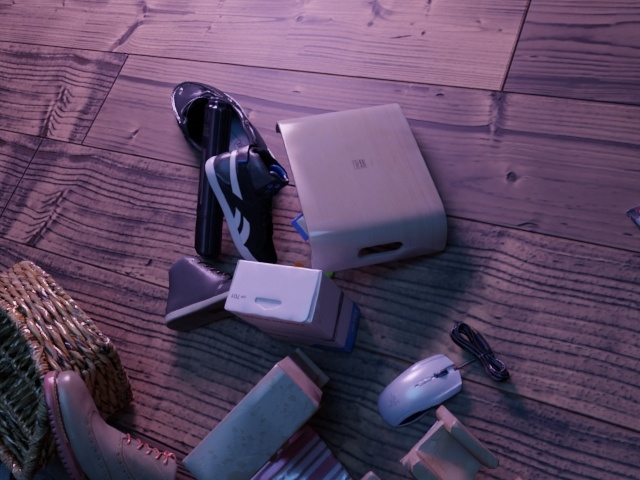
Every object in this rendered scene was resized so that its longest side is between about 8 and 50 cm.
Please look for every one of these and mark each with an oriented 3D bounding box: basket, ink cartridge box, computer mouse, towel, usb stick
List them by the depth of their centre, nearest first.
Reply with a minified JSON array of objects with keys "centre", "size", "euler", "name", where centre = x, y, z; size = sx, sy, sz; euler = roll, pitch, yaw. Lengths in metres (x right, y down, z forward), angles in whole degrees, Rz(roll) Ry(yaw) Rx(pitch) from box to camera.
[{"centre":[-0.008,0.388,0.902],"size":[0.144,0.029,0.197],"euler":[-44,62,-2],"name":"towel"},{"centre":[0.167,0.204,0.909],"size":[0.193,0.042,0.106],"euler":[-34,60,3],"name":"computer mouse"},{"centre":[-0.036,0.104,0.946],"size":[0.139,0.191,0.082],"euler":[7,69,23],"name":"ink cartridge box"},{"centre":[-0.494,0.197,1.027],"size":[0.299,0.213,0.223],"euler":[34,54,30],"name":"basket"},{"centre":[-0.191,-0.106,1.104],"size":[0.077,0.045,0.278],"euler":[-146,60,-65],"name":"usb stick"}]

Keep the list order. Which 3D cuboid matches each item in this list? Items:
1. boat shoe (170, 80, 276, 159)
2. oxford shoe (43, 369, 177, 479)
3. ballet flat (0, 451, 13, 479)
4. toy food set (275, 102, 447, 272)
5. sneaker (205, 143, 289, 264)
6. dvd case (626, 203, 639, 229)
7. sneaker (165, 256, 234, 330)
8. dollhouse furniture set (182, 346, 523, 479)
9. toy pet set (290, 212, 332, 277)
[{"centre":[-0.209,-0.228,1.209],"size":[0.127,0.113,0.340],"euler":[-38,59,2],"name":"boat shoe"},{"centre":[-0.282,0.324,0.914],"size":[0.130,0.348,0.123],"euler":[-26,15,-10],"name":"oxford shoe"},{"centre":[-0.582,0.357,1.103],"size":[0.076,0.079,0.222],"euler":[-9,64,20],"name":"ballet flat"},{"centre":[0.059,-0.098,1.043],"size":[0.219,0.092,0.306],"euler":[-10,57,-10],"name":"toy food set"},{"centre":[-0.095,-0.054,1.038],"size":[0.121,0.217,0.079],"euler":[-17,20,22],"name":"sneaker"},{"centre":[0.515,-0.017,0.895],"size":[0.087,0.013,0.119],"euler":[-31,61,5],"name":"dvd case"},{"centre":[-0.175,0.068,1.079],"size":[0.222,0.083,0.118],"euler":[-18,61,13],"name":"sneaker"},{"centre":[0.040,0.346,0.804],"size":[0.394,0.256,0.362],"euler":[44,88,6],"name":"dollhouse furniture set"},{"centre":[0.000,0.000,1.071],"size":[0.122,0.065,0.114],"euler":[-39,94,4],"name":"toy pet set"}]
